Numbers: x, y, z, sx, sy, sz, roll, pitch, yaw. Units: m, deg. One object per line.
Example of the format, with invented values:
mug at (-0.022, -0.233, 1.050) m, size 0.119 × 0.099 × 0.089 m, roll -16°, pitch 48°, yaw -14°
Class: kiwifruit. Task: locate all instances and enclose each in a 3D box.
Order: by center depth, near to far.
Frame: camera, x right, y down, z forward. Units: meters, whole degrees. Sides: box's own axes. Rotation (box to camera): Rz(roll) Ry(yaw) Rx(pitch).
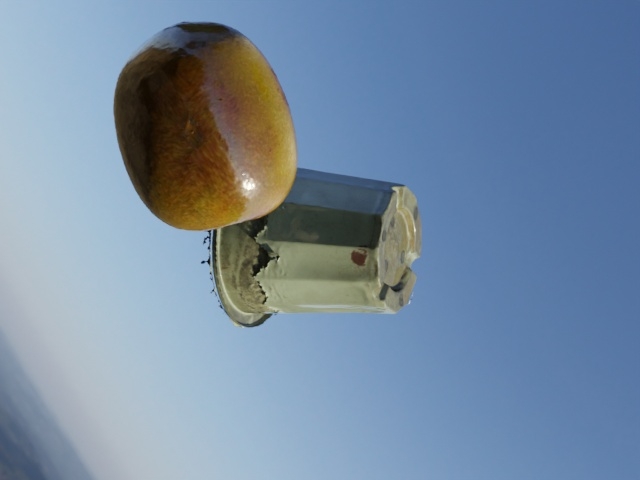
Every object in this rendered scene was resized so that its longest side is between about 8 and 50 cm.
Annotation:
kiwifruit at (-0.128, -0.128, 1.174) m, size 0.196 × 0.196 × 0.234 m, roll 167°, pitch -88°, yaw -71°

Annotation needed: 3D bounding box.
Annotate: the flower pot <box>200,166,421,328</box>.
flower pot at (0.000, 0.000, 1.564) m, size 0.259 × 0.290 × 0.290 m, roll 5°, pitch -46°, yaw 25°
